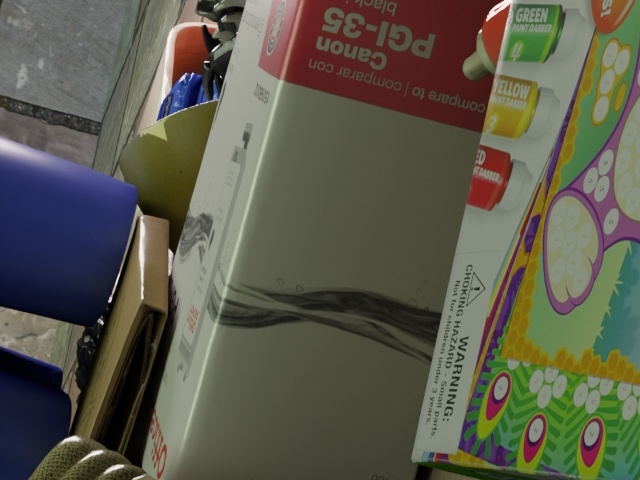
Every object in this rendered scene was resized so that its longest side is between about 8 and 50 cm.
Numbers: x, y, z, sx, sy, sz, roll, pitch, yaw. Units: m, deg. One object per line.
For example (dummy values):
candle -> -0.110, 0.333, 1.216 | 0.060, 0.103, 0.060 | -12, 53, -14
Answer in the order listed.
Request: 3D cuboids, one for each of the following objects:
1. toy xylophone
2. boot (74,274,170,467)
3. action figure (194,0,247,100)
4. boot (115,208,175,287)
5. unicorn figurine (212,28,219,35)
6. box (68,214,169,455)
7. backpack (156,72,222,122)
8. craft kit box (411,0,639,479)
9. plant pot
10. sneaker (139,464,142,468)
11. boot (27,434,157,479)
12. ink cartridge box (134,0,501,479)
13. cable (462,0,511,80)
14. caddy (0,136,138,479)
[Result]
toy xylophone -> -0.127, -0.059, 1.733 | 0.322, 0.081, 0.236 | -87, 16, -47
boot -> -0.129, 0.189, 1.279 | 0.348, 0.131, 0.260 | -65, 17, -8
action figure -> -0.017, -0.151, 1.128 | 0.164, 0.141, 0.275 | -70, -39, -57
boot -> -0.134, 0.098, 1.522 | 0.178, 0.085, 0.236 | -103, 23, -68
unicorn figurine -> -0.022, -0.199, 1.399 | 0.162, 0.060, 0.111 | -62, -2, -5
box -> -0.115, 0.083, 1.044 | 0.201, 0.021, 0.164 | -106, 34, -76
backpack -> -0.071, -0.082, 1.452 | 0.120, 0.101, 0.098 | 150, 127, -68
craft kit box -> 0.123, -0.053, 0.470 | 0.247, 0.061, 0.250 | -6, 69, 63
plant pot -> -0.062, -0.026, 1.309 | 0.134, 0.134, 0.095 | 124, 134, -60
sneaker -> -0.132, 0.274, 1.030 | 0.122, 0.146, 0.330 | -88, 4, -84
boot -> -0.082, 0.227, 0.792 | 0.095, 0.203, 0.262 | 30, -100, -60
ink cartridge box -> 0.000, 0.000, 0.944 | 0.207, 0.117, 0.283 | -131, 57, -77
cable -> 0.116, -0.120, 0.644 | 0.287, 0.072, 0.139 | 139, 147, -71
caddy -> -0.234, 0.044, 1.204 | 0.341, 0.179, 0.241 | 180, 106, -81
